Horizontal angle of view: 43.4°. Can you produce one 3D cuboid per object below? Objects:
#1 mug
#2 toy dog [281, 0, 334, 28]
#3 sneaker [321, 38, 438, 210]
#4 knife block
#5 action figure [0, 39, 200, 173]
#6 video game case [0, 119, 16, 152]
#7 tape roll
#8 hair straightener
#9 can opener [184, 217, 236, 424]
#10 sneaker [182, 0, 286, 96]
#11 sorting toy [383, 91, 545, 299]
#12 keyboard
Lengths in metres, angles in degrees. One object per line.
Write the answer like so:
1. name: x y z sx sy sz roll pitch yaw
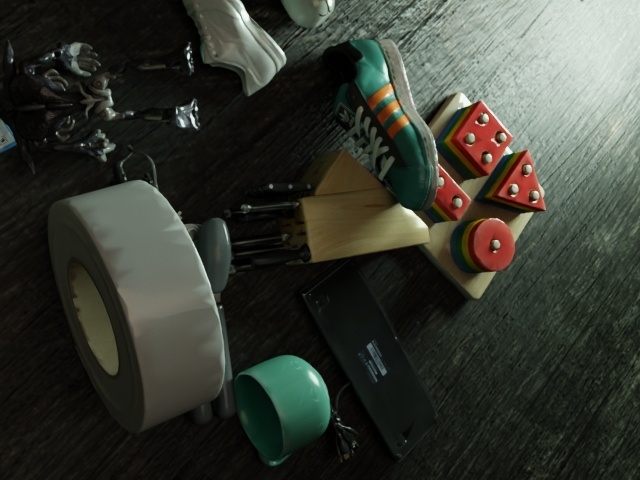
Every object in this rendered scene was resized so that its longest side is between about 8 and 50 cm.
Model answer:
1. mug: -0.052 0.232 1.131 0.097 0.158 0.129 -20 72 -32
2. toy dog: -0.075 -0.474 1.141 0.334 0.161 0.220 30 72 -24
3. sneaker: 0.081 -0.173 1.214 0.121 0.108 0.302 -7 64 -21
4. knife block: 0.000 0.000 1.189 0.276 0.088 0.242 41 69 -21
5. action figure: -0.294 -0.174 1.014 0.276 0.141 0.164 -6 98 -4
6. video game case: -0.473 -0.129 0.973 0.166 0.015 0.119 -37 105 -27
7. tape roll: -0.223 0.077 0.947 0.100 0.286 0.286 -20 96 -30
8. hair straightener: -0.213 -0.026 1.064 0.047 0.089 0.230 2 66 -63
9. can opener: -0.160 0.111 1.094 0.074 0.093 0.280 -7 94 -31
10. sneaker: -0.148 -0.297 1.141 0.212 0.080 0.094 43 79 -21
11. sorting toy: 0.261 -0.077 1.342 0.255 0.089 0.257 45 66 -19
12. keyboard: 0.053 0.205 1.237 0.201 0.033 0.317 -36 103 -33
